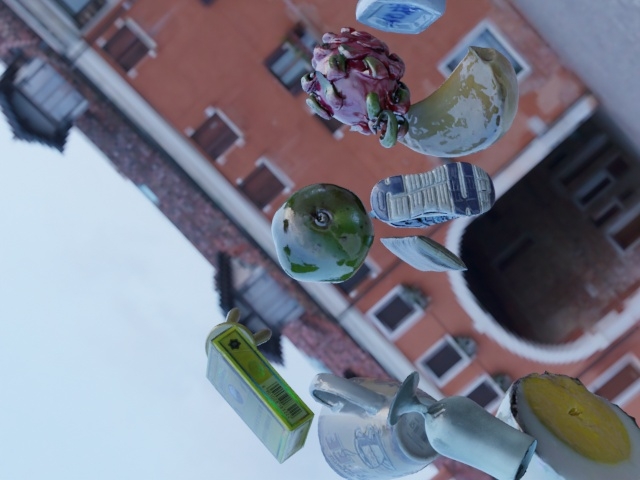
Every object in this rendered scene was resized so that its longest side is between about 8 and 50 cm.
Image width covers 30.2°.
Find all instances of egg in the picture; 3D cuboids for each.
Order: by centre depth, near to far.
[{"bbox_3d":[0.428,0.402,2.117,0.337,0.201,0.337,23,-149,-14],"label":"egg"}]

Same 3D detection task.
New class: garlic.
[{"bbox_3d":[0.261,-0.266,2.382,0.196,0.338,0.151,43,-133,-19],"label":"garlic"}]

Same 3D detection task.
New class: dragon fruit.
[{"bbox_3d":[0.091,-0.310,2.368,0.272,0.198,0.218,29,177,27],"label":"dragon fruit"}]

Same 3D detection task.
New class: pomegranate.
[{"bbox_3d":[0.002,-0.001,2.116,0.187,0.187,0.225,51,163,15],"label":"pomegranate"}]

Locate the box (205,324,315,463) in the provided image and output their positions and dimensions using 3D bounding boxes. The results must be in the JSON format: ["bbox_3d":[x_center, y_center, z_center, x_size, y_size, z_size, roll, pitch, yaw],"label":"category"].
[{"bbox_3d":[-0.110,0.269,2.075,0.220,0.064,0.141,48,152,20],"label":"box"}]

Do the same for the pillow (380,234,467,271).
[{"bbox_3d":[0.185,0.021,2.143,0.113,0.038,0.203,32,171,-14],"label":"pillow"}]

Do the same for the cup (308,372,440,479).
[{"bbox_3d":[0.121,0.368,2.482,0.301,0.227,0.257,39,153,-17],"label":"cup"}]

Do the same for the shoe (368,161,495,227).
[{"bbox_3d":[0.181,-0.069,1.932,0.106,0.207,0.092,83,179,-80],"label":"shoe"}]

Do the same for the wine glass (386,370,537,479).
[{"bbox_3d":[0.230,0.306,1.916,0.231,0.103,0.103,25,-178,23],"label":"wine glass"}]

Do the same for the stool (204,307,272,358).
[{"bbox_3d":[-0.175,0.214,2.484,0.110,0.134,0.135,-36,-66,-78],"label":"stool"}]

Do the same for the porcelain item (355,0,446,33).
[{"bbox_3d":[0.159,-0.588,2.117,0.178,0.405,0.242,11,170,-14],"label":"porcelain item"}]
